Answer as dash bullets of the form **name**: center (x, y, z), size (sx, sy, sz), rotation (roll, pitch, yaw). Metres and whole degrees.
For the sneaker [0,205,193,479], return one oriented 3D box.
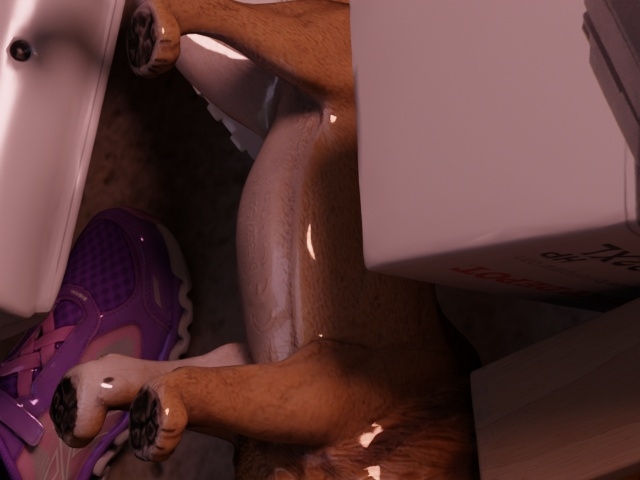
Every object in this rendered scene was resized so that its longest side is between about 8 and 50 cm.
- **sneaker**: center (-0.159, 0.089, 0.983), size (0.095, 0.104, 0.236), rotation (31, 100, 36)

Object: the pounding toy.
- **pounding toy**: center (0.163, 0.100, 0.742), size (0.130, 0.141, 0.100), rotation (-28, 51, 36)

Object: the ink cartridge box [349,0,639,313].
- **ink cartridge box**: center (0.197, -0.055, 0.675), size (0.307, 0.223, 0.129), rotation (-9, 78, 34)

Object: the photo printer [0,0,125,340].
- **photo printer**: center (-0.199, -0.094, 0.971), size (0.256, 0.107, 0.308), rotation (-21, 56, 60)

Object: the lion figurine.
- **lion figurine**: center (0.000, 0.000, 0.799), size (0.142, 0.240, 0.392), rotation (-10, 77, 54)

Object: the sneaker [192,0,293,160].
- **sneaker**: center (-0.023, -0.110, 0.933), size (0.095, 0.090, 0.235), rotation (-38, 65, 9)
